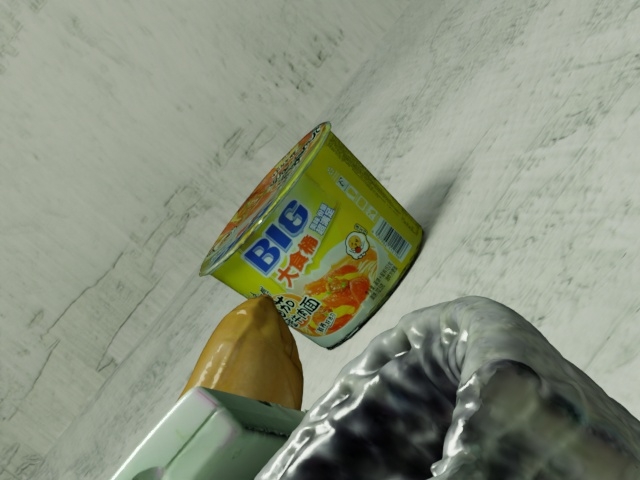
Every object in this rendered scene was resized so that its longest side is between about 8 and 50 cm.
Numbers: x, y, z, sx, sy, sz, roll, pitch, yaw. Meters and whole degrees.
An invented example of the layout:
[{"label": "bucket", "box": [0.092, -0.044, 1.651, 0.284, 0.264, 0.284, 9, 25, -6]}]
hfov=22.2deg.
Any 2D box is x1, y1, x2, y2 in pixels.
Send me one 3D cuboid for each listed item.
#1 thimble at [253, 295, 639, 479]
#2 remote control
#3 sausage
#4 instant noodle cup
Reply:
[{"label": "thimble", "box": [0.065, 0.146, 0.754, 0.217, 0.157, 0.245, -57, 11, -28]}, {"label": "remote control", "box": [-0.053, 0.172, 1.063, 0.145, 0.050, 0.344, -51, -19, 2]}, {"label": "sausage", "box": [-0.095, 0.200, 1.270, 0.354, 0.116, 0.134, -65, -28, -18]}, {"label": "instant noodle cup", "box": [0.000, 0.000, 1.622, 0.205, 0.153, 0.205, -50, 9, 11]}]
